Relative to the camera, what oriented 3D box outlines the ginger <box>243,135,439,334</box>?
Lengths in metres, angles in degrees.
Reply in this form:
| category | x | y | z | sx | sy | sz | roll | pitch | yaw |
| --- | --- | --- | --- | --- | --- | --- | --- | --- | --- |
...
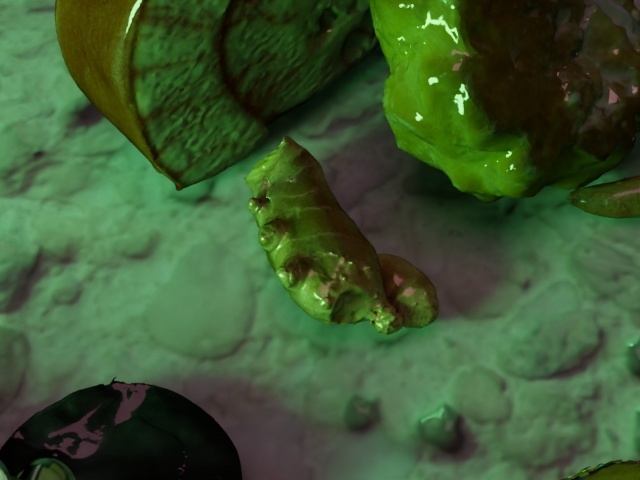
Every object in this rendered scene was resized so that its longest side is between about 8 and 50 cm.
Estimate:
| category | x | y | z | sx | sy | sz | roll | pitch | yaw |
| --- | --- | --- | --- | --- | --- | --- | --- | --- | --- |
| ginger | -0.005 | 0.008 | 1.471 | 0.115 | 0.081 | 0.205 | -33 | 60 | -26 |

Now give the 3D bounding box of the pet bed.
| category | x | y | z | sx | sy | sz | roll | pitch | yaw |
| --- | --- | --- | --- | --- | --- | --- | --- | --- | --- |
| pet bed | -0.150 | 0.191 | 1.369 | 0.201 | 0.053 | 0.201 | -2 | 56 | 2 |

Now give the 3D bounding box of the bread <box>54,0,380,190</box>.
| category | x | y | z | sx | sy | sz | roll | pitch | yaw |
| --- | --- | --- | --- | --- | --- | --- | --- | --- | --- |
| bread | -0.055 | -0.218 | 1.506 | 0.327 | 0.295 | 0.114 | -37 | 55 | -20 |

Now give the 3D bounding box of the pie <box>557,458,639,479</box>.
| category | x | y | z | sx | sy | sz | roll | pitch | yaw |
| --- | --- | --- | --- | --- | --- | --- | --- | --- | --- |
| pie | 0.182 | 0.236 | 1.249 | 0.273 | 0.069 | 0.273 | -18 | 21 | 7 |

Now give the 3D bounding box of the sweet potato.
| category | x | y | z | sx | sy | sz | roll | pitch | yaw |
| --- | --- | --- | --- | --- | --- | --- | --- | --- | --- |
| sweet potato | 0.288 | -0.032 | 1.507 | 0.179 | 0.044 | 0.044 | 5 | 55 | 8 |

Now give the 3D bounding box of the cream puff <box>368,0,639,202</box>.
| category | x | y | z | sx | sy | sz | roll | pitch | yaw |
| --- | --- | --- | --- | --- | --- | --- | --- | --- | --- |
| cream puff | 0.148 | -0.159 | 1.506 | 0.282 | 0.185 | 0.282 | 3 | 84 | -32 |

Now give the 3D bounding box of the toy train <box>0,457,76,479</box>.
| category | x | y | z | sx | sy | sz | roll | pitch | yaw |
| --- | --- | --- | --- | --- | --- | --- | --- | --- | --- |
| toy train | -0.282 | 0.209 | 1.311 | 0.253 | 0.105 | 0.157 | 14 | 88 | 27 |
